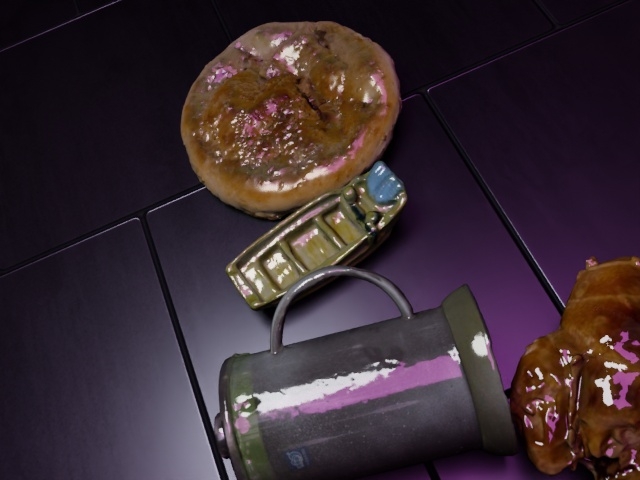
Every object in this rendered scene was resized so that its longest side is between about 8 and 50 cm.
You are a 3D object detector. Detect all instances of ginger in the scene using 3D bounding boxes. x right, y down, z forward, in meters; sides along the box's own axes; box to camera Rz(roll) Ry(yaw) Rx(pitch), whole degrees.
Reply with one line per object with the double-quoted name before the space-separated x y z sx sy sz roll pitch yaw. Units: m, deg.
"ginger" 0.377 0.195 0.761 0.274 0.152 0.357 -36 69 -23

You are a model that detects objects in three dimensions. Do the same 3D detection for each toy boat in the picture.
"toy boat" 0.002 0.002 1.003 0.276 0.084 0.111 -36 65 -5

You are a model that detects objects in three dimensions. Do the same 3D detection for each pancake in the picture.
"pancake" -0.054 -0.217 1.124 0.386 0.082 0.387 -7 61 12

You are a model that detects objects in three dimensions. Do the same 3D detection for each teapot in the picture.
"teapot" 0.033 0.165 0.824 0.336 0.200 0.271 -16 97 5
